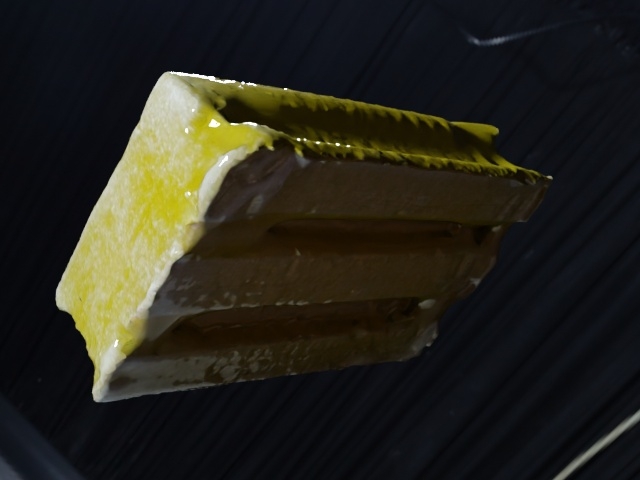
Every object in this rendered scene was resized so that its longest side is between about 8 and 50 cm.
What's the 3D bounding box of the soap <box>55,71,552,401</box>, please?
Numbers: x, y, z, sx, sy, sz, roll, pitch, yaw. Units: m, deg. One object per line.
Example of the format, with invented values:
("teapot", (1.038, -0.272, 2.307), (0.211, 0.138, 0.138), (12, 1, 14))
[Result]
("soap", (0.000, 0.000, 0.611), (0.315, 0.199, 0.091), (1, 40, -45))
